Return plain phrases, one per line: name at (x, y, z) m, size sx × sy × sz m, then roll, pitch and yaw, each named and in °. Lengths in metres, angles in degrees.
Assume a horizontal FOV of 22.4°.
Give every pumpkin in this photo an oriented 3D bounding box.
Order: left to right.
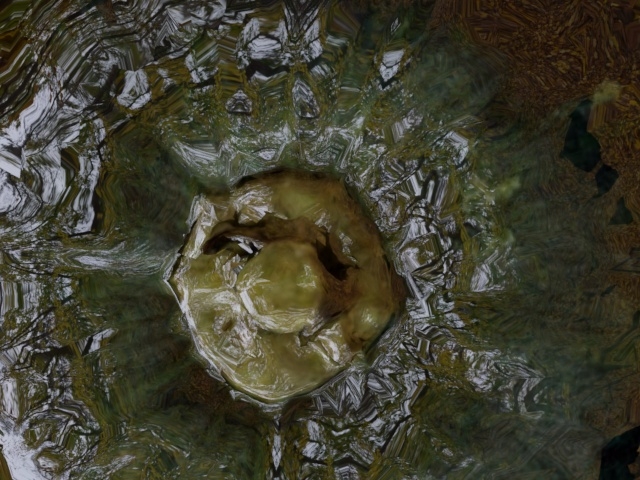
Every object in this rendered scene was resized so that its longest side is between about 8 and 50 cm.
pumpkin at (0.000, 0.000, 0.406) m, size 0.233 × 0.233 × 0.163 m, roll 61°, pitch -165°, yaw -2°
